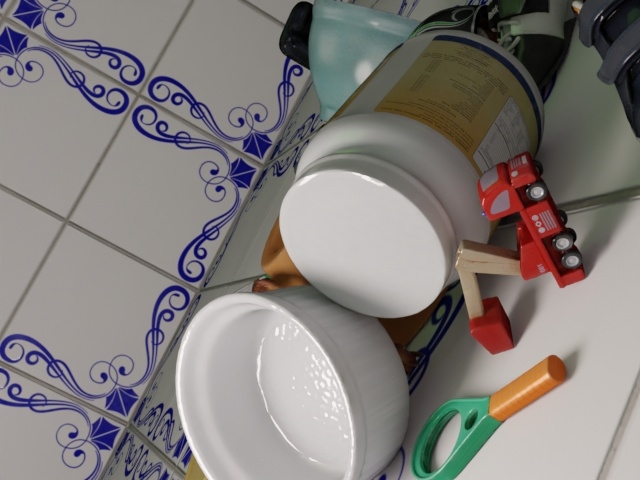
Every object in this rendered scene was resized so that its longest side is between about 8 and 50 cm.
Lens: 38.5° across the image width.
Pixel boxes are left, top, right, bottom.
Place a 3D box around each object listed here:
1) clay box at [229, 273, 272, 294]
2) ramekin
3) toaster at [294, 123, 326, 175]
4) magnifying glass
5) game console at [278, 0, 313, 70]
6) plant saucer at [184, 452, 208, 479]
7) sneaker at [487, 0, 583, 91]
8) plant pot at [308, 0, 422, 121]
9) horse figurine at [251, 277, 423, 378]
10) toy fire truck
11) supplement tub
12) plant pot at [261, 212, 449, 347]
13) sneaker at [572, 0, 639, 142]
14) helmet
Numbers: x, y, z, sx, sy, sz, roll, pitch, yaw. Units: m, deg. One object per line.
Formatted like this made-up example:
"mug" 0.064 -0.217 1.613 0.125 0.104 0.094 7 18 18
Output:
"clay box" -0.138 0.155 1.763 0.127 0.053 0.222 -29 -22 -24
"ramekin" -0.029 0.183 1.071 0.135 0.277 0.277 -15 -29 -49
"toaster" 0.044 -0.123 1.634 0.110 0.186 0.168 -54 15 9
"magnifying glass" 0.159 0.176 0.909 0.231 0.026 0.092 -46 19 45
"game console" 0.065 -0.351 1.747 0.044 0.361 0.213 13 84 44
"plant saucer" -0.112 0.277 1.597 0.332 0.081 0.332 -52 16 31
"sneaker" 0.279 -0.326 1.271 0.330 0.146 0.122 -66 15 -15
"plant pot" 0.104 -0.280 1.581 0.293 0.293 0.196 -127 52 -76
"horse figurine" -0.003 0.128 1.199 0.066 0.263 0.174 -41 -18 -31
"toy fire truck" 0.184 0.016 0.906 0.135 0.192 0.047 -23 29 20
"supplement tub" 0.110 -0.082 1.062 0.228 0.228 0.316 -46 4 47
"plant pot" 0.051 0.000 1.299 0.291 0.203 0.291 -56 13 20
"sneaker" 0.321 -0.212 0.910 0.126 0.127 0.321 -48 20 40
"helmet" 0.199 -0.265 1.377 0.162 0.169 0.169 -18 40 41
